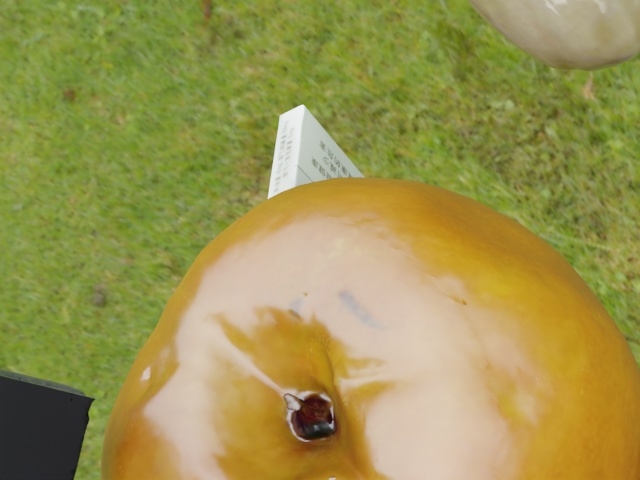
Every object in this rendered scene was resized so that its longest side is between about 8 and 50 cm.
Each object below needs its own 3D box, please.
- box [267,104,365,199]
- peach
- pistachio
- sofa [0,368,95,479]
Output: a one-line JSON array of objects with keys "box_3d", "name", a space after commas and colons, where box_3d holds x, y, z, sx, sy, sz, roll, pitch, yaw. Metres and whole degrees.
[{"box_3d": [0.000, 0.000, 0.995, 0.035, 0.139, 0.245, -21, 42, 27], "name": "box"}, {"box_3d": [0.040, 0.134, 0.673, 0.343, 0.302, 0.342, -14, 60, 26], "name": "peach"}, {"box_3d": [0.139, -0.175, 0.648, 0.126, 0.185, 0.108, -33, 31, 54], "name": "pistachio"}, {"box_3d": [-0.195, 0.102, 0.549, 0.060, 0.147, 0.085, 4, 77, 39], "name": "sofa"}]
